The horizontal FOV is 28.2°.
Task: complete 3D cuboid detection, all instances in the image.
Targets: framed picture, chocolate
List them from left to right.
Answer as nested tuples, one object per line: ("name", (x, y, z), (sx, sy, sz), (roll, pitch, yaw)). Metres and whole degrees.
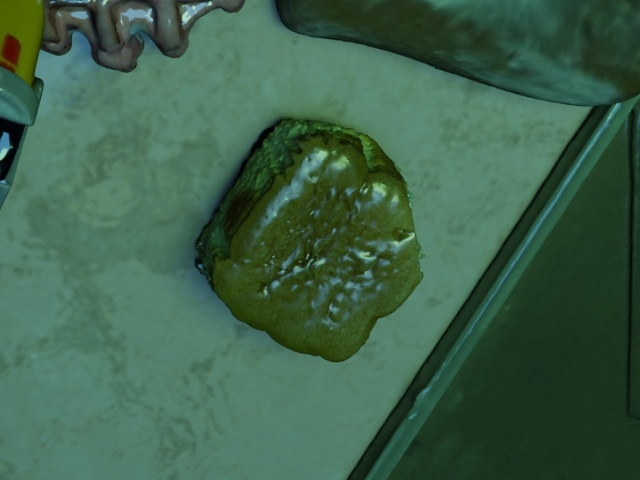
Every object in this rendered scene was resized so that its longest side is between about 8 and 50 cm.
("chocolate", (0.109, -0.160, 0.727), (0.254, 0.080, 0.156), (13, 109, -12))
("framed picture", (0.254, 0.076, 0.914), (0.326, 0.028, 0.446), (26, 106, -22))

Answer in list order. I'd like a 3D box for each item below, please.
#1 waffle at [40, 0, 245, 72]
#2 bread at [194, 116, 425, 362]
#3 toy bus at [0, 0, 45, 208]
("waffle", (-0.125, -0.201, 0.679), (0.234, 0.055, 0.221), (38, 103, -28))
("bread", (0.000, 0.000, 0.794), (0.128, 0.069, 0.140), (27, 107, -24))
("toy bus", (-0.212, -0.076, 0.640), (0.126, 0.136, 0.209), (17, 146, -19))
